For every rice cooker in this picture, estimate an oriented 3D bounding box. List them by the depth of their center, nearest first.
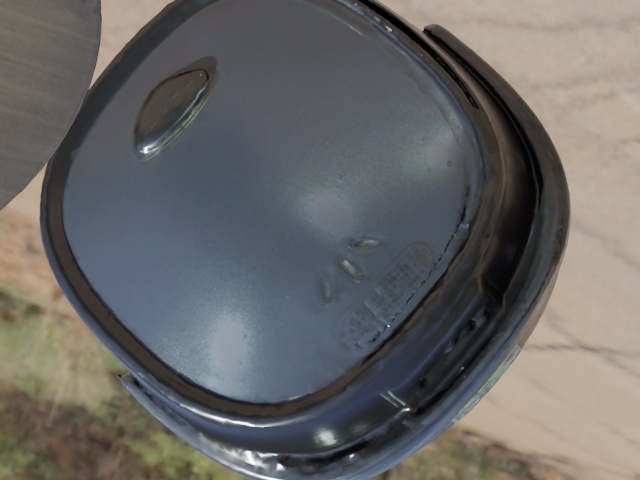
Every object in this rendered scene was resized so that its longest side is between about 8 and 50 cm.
[{"bbox_3d":[0.000,0.000,0.728,0.267,0.267,0.224,14,171,17],"label":"rice cooker"}]

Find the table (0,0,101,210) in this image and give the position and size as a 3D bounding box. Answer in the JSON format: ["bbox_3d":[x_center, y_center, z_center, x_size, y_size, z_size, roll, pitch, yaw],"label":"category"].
[{"bbox_3d":[-0.192,-0.114,0.420,0.226,0.167,0.167,53,-173,33],"label":"table"}]
